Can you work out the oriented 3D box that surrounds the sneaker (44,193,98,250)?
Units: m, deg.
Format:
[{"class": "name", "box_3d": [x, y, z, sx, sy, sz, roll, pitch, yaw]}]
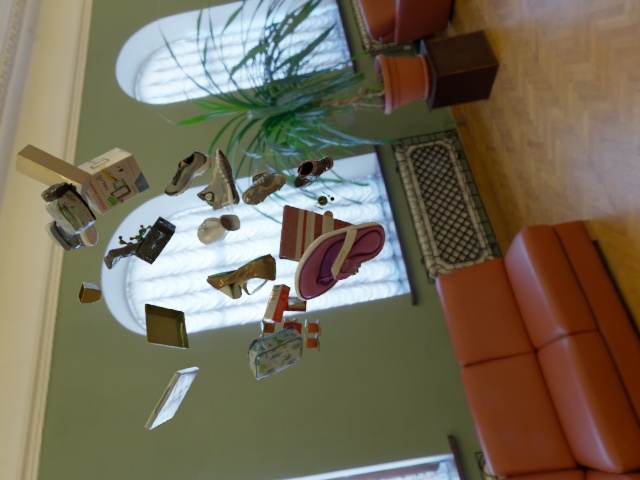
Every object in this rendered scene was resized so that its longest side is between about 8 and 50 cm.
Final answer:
[{"class": "sneaker", "box_3d": [-1.224, -0.105, 2.043, 0.130, 0.236, 0.323, -83, -12, -62]}]

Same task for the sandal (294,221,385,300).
[{"class": "sandal", "box_3d": [0.084, 0.043, 1.293, 0.416, 0.102, 0.170, -32, -60, -40]}]

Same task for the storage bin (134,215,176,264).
[{"class": "storage bin", "box_3d": [-0.703, 0.000, 1.837, 0.084, 0.180, 0.122, 34, -170, -23]}]

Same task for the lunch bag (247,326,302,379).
[{"class": "lunch bag", "box_3d": [-0.181, 0.452, 1.728, 0.090, 0.218, 0.176, 45, 144, 42]}]

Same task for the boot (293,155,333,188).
[{"class": "boot", "box_3d": [-0.069, -0.309, 1.986, 0.085, 0.236, 0.178, 61, -149, 3]}]

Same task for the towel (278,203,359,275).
[{"class": "towel", "box_3d": [0.000, 0.000, 1.681, 0.037, 0.328, 0.237, 132, 147, -53]}]

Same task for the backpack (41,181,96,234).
[{"class": "backpack", "box_3d": [-0.913, -0.114, 1.562, 0.115, 0.151, 0.182, -47, -54, -31]}]

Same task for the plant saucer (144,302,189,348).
[{"class": "plant saucer", "box_3d": [-0.646, 0.364, 1.779, 0.188, 0.045, 0.188, 26, -148, -44]}]

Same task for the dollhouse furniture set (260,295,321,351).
[{"class": "dollhouse furniture set", "box_3d": [-0.123, 0.376, 1.867, 0.135, 0.261, 0.259, -123, 38, -72]}]

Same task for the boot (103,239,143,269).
[{"class": "boot", "box_3d": [-0.979, 0.065, 2.196, 0.208, 0.189, 0.076, -31, -91, -47]}]

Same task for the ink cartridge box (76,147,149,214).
[{"class": "ink cartridge box", "box_3d": [-1.044, -0.298, 2.126, 0.197, 0.270, 0.198, 23, 141, 39]}]

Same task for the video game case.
[{"class": "video game case", "box_3d": [-0.540, 0.574, 1.590, 0.206, 0.026, 0.227, -61, -6, -10]}]

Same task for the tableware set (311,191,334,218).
[{"class": "tableware set", "box_3d": [0.016, -0.135, 1.944, 0.154, 0.104, 0.024, -62, -2, 13]}]

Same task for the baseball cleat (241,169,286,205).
[{"class": "baseball cleat", "box_3d": [-0.208, -0.177, 1.431, 0.206, 0.109, 0.072, -32, -39, -48]}]

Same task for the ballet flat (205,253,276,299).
[{"class": "ballet flat", "box_3d": [-0.294, 0.151, 1.607, 0.116, 0.342, 0.124, -8, -100, -61]}]

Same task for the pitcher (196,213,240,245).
[{"class": "pitcher", "box_3d": [-0.498, -0.056, 1.983, 0.177, 0.207, 0.126, 12, -118, -48]}]

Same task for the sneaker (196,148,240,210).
[{"class": "sneaker", "box_3d": [-0.360, -0.197, 1.436, 0.086, 0.132, 0.229, 56, -168, -61]}]

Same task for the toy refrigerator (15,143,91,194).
[{"class": "toy refrigerator", "box_3d": [-1.157, -0.299, 1.873, 0.102, 0.269, 0.094, -50, 21, 38]}]

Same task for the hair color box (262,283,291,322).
[{"class": "hair color box", "box_3d": [-0.163, 0.236, 1.618, 0.043, 0.072, 0.141, 31, -118, -33]}]

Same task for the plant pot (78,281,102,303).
[{"class": "plant pot", "box_3d": [-1.090, 0.251, 2.041, 0.081, 0.083, 0.081, 28, 101, 48]}]

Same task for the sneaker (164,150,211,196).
[{"class": "sneaker", "box_3d": [-0.635, -0.316, 2.000, 0.108, 0.271, 0.100, 33, -161, -52]}]

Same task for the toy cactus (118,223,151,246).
[{"class": "toy cactus", "box_3d": [-0.986, 0.010, 2.331, 0.219, 0.112, 0.181, -28, -39, -49]}]
